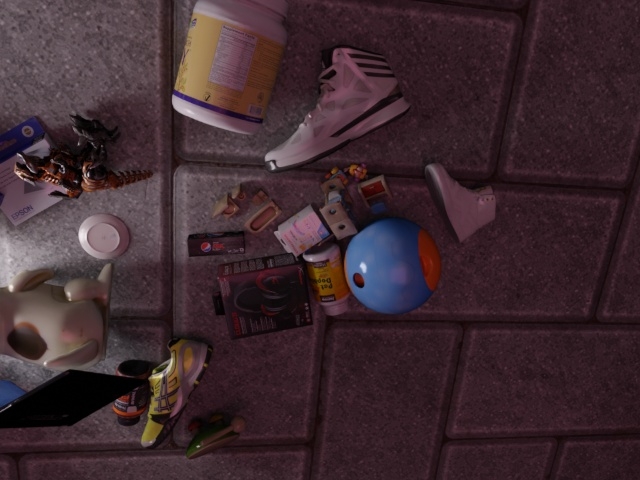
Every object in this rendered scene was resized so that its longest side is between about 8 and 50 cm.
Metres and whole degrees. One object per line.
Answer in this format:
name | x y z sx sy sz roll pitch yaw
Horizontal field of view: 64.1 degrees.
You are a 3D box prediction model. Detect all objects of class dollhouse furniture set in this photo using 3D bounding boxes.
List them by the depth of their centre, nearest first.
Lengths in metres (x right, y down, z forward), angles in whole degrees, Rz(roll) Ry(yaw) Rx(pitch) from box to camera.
dollhouse furniture set | 0.106 -0.116 1.483 0.183 0.129 0.129 -20 129 18
dollhouse furniture set | -0.208 -0.079 1.489 0.144 0.123 0.151 -41 110 6

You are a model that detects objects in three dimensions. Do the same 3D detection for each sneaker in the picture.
sneaker | 0.006 -0.378 1.426 0.447 0.169 0.258 -29 102 -7
sneaker | 0.443 -0.149 1.589 0.169 0.108 0.293 -31 120 0
sneaker | -0.487 0.480 1.639 0.147 0.145 0.385 27 92 -9

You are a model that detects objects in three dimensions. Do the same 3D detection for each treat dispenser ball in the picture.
treat dispenser ball | 0.213 0.075 1.523 0.287 0.288 0.289 -3 109 -8

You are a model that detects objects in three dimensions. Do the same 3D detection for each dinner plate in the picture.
dinner plate | -0.637 -0.009 1.502 0.141 0.017 0.141 -3 109 -10

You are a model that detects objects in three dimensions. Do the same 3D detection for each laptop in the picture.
laptop | -0.780 0.376 1.396 0.407 0.382 0.236 -30 70 -2

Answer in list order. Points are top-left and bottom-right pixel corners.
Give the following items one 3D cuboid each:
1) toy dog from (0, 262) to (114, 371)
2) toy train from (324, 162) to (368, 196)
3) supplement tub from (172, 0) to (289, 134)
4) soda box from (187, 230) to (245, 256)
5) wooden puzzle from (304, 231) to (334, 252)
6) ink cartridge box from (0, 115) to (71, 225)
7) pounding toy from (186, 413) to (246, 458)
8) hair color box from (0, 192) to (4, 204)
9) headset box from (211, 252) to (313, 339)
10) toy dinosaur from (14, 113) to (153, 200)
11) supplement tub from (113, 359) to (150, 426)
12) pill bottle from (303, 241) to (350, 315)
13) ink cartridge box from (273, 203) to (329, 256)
toy dog | -0.792 0.239 1.374 0.407 0.395 0.285 5 120 -18
toy train | 0.097 -0.169 1.550 0.166 0.046 0.125 -5 109 -8
supplement tub | -0.223 -0.461 1.296 0.240 0.241 0.332 15 105 -14
soda box | -0.312 0.010 1.540 0.168 0.053 0.060 -4 108 -9
wooden puzzle | 0.000 0.000 1.568 0.078 0.116 0.014 -22 101 45
ink cartridge box | -0.808 -0.187 1.397 0.223 0.045 0.224 -30 110 2
pounding toy | -0.365 0.632 1.706 0.182 0.110 0.237 -9 152 -36
hair color box | -1.040 -0.113 1.331 0.338 0.110 0.185 30 108 -11
headset box | -0.184 0.172 1.585 0.292 0.110 0.218 -9 110 -6
toy dinosaur | -0.629 -0.210 1.374 0.321 0.164 0.219 -7 119 -53
supplement tub | -0.602 0.488 1.627 0.105 0.106 0.198 7 107 -11
pill bottle | 0.025 0.122 1.599 0.117 0.117 0.215 -17 110 -3
ink cartridge box | -0.060 -0.025 1.550 0.143 0.090 0.092 -34 110 3
